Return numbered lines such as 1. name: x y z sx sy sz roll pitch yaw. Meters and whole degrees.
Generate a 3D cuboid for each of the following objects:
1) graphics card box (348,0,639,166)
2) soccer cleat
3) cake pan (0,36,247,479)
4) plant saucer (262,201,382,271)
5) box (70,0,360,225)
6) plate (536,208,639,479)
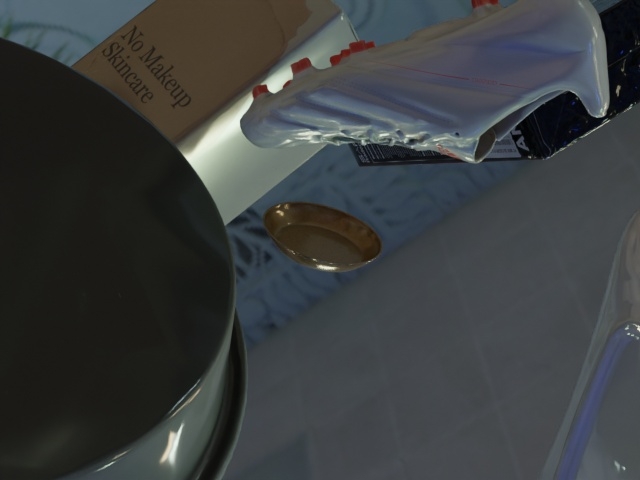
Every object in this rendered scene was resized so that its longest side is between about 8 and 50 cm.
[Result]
1. graphics card box: 0.186 -0.163 1.190 0.232 0.094 0.371 -31 -167 -20
2. soccer cleat: 0.046 -0.068 0.607 0.196 0.076 0.068 -16 -176 27
3. cake pan: -0.160 0.008 0.452 0.293 0.293 0.054 -84 -165 -50
4. plant saucer: 0.000 0.000 0.822 0.083 0.083 0.015 -107 -151 -59
5. box: -0.119 -0.090 0.982 0.311 0.121 0.148 -40 -124 -4
6. plate: 0.243 0.165 0.758 0.045 0.277 0.278 -18 -134 -30
